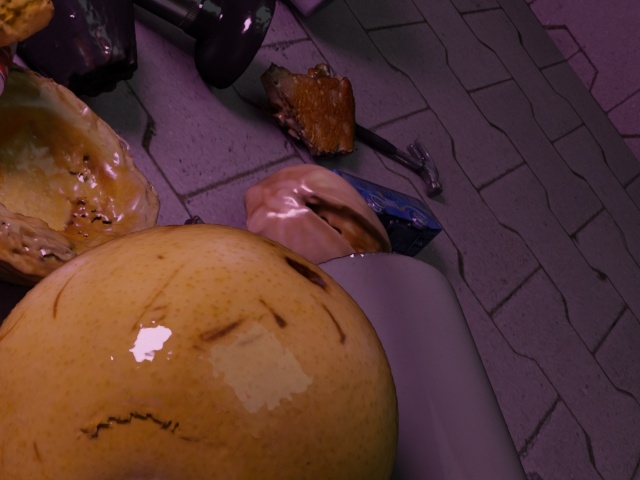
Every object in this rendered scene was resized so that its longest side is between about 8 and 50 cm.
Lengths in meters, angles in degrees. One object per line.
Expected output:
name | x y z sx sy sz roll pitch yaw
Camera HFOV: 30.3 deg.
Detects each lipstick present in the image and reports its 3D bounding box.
lipstick | -0.307 -0.179 1.112 0.038 0.038 0.131 38 25 -27

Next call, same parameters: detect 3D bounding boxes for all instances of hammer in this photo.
hammer | 0.107 -0.159 1.948 0.246 0.029 0.103 27 38 -38

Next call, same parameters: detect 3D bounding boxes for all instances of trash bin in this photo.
trash bin | 0.072 0.249 1.180 0.280 0.280 0.432 30 33 -37

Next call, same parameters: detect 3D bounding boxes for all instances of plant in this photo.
plant | -0.301 -0.292 1.359 0.164 0.141 0.256 -17 77 -59

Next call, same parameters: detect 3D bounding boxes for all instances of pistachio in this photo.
pistachio | 0.000 0.000 1.497 0.229 0.157 0.157 39 31 -36

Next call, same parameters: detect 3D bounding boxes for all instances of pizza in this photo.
pizza | -0.019 -0.190 1.756 0.226 0.069 0.147 -14 91 -57

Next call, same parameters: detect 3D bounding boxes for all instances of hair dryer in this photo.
hair dryer | -0.180 -0.318 1.483 0.320 0.156 0.284 27 -3 -34

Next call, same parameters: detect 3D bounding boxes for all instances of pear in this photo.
pear | -0.106 0.153 0.941 0.348 0.348 0.348 37 32 -28

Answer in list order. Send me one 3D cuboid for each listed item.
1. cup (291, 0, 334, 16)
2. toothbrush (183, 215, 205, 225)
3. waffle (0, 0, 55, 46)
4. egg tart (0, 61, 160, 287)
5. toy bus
cup | -0.052 -0.575 1.935 0.372 0.253 0.253 52 28 -5
toothbrush | -0.145 0.102 1.259 0.041 0.041 0.364 36 33 -29
waffle | -0.389 -0.204 1.092 0.229 0.219 0.057 31 -32 44
egg tart | -0.288 -0.054 1.132 0.288 0.118 0.288 36 33 -29
toy bus | 0.077 -0.034 1.718 0.236 0.079 0.094 17 29 -49
